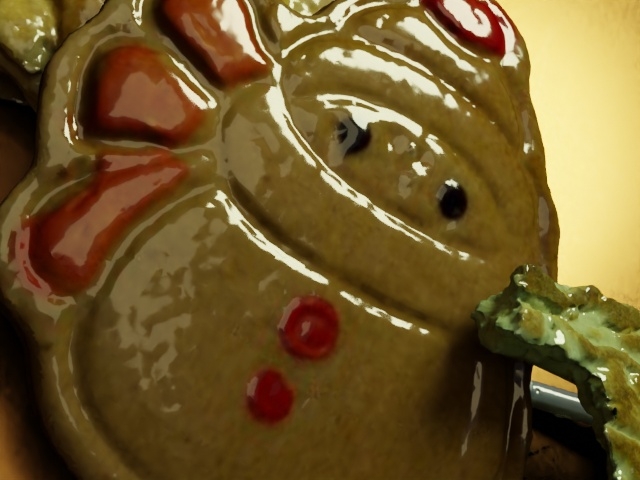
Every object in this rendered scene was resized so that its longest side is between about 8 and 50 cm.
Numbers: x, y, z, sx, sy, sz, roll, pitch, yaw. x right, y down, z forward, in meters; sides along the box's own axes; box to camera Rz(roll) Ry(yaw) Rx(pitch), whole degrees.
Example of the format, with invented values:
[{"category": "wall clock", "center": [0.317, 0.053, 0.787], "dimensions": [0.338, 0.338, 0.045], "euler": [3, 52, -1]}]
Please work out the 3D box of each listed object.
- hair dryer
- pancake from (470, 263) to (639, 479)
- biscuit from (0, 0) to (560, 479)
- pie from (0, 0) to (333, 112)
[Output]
[{"category": "hair dryer", "center": [0.169, 0.115, 0.741], "dimensions": [0.114, 0.037, 0.063], "euler": [18, 65, -5]}, {"category": "pancake", "center": [0.205, 0.172, 0.674], "dimensions": [0.197, 0.054, 0.377], "euler": [-40, 100, -45]}, {"category": "biscuit", "center": [0.000, 0.000, 0.655], "dimensions": [0.359, 0.074, 0.381], "euler": [35, 74, -20]}, {"category": "pie", "center": [-0.082, -0.190, 0.739], "dimensions": [0.339, 0.083, 0.340], "euler": [7, 70, -18]}]
